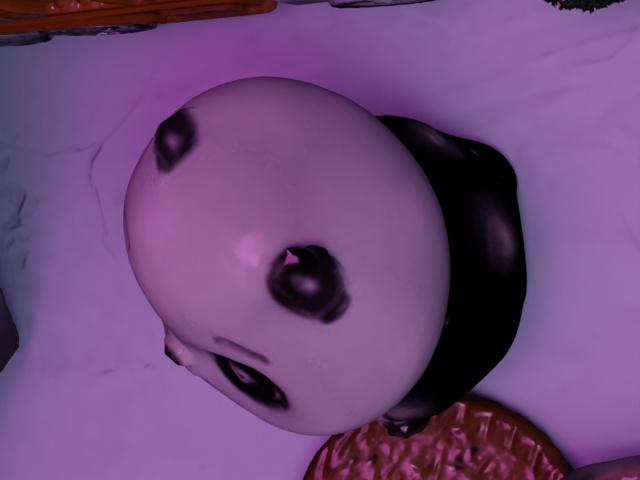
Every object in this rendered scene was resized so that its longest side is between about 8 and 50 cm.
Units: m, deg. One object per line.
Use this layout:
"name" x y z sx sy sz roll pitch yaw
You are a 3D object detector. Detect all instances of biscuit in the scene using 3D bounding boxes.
"biscuit" 0.070 0.178 1.111 0.188 0.027 0.188 3 97 23

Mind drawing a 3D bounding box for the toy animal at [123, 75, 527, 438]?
"toy animal" -0.003 0.007 1.010 0.187 0.235 0.165 40 106 23

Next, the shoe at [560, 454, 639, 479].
"shoe" 0.163 0.162 1.010 0.100 0.103 0.251 35 95 -5

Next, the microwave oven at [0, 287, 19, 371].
"microwave oven" -0.438 -0.007 1.132 0.432 0.374 0.236 23 60 22

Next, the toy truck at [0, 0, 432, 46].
"toy truck" -0.115 -0.198 1.061 0.387 0.207 0.173 -4 93 24

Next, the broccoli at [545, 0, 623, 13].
"broccoli" 0.144 -0.209 0.977 0.195 0.195 0.156 -38 60 22
